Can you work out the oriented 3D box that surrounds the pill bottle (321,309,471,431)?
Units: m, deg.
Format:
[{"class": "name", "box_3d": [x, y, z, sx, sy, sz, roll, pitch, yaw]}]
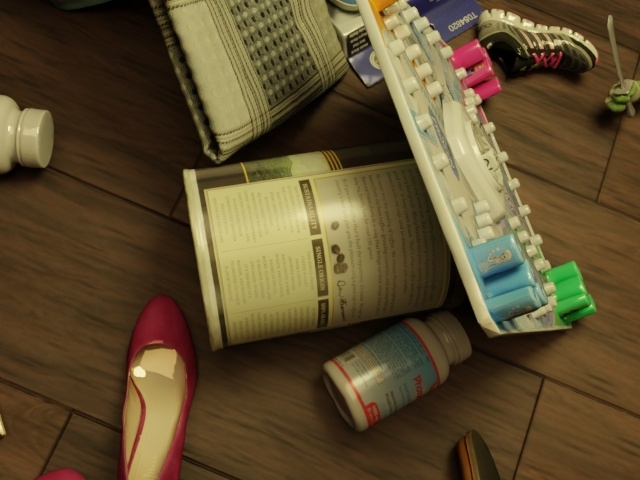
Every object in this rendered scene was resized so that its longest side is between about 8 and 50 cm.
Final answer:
[{"class": "pill bottle", "box_3d": [0.088, 0.143, 0.858, 0.160, 0.087, 0.087, -27, 78, -13]}]

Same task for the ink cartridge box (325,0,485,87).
[{"class": "ink cartridge box", "box_3d": [0.089, -0.354, 1.035, 0.223, 0.045, 0.224, -34, 79, -15]}]

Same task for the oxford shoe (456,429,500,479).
[{"class": "oxford shoe", "box_3d": [0.166, 0.317, 0.826, 0.076, 0.076, 0.212, -18, 59, 29]}]

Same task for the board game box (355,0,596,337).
[{"class": "board game box", "box_3d": [0.178, -0.092, 0.806, 0.050, 0.390, 0.389, -25, 74, 23]}]

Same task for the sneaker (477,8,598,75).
[{"class": "sneaker", "box_3d": [0.288, -0.253, 1.020, 0.171, 0.063, 0.074, 20, 71, 5]}]

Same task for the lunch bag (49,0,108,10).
[{"class": "lunch bag", "box_3d": [-0.259, -0.400, 0.877, 0.263, 0.223, 0.160, -4, 72, 16]}]

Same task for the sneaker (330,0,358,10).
[{"class": "sneaker", "box_3d": [0.017, -0.374, 0.964, 0.058, 0.084, 0.152, -25, 76, -11]}]

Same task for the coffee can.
[{"class": "coffee can", "box_3d": [0.000, 0.000, 0.831, 0.276, 0.201, 0.201, -9, 74, -10]}]

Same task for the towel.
[{"class": "towel", "box_3d": [-0.080, -0.291, 0.835, 0.312, 0.056, 0.324, -44, 121, -48]}]

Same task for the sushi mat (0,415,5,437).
[{"class": "sushi mat", "box_3d": [-0.474, 0.103, 0.839, 0.152, 0.019, 0.316, -22, 76, -14]}]

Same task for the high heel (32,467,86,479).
[{"class": "high heel", "box_3d": [-0.343, 0.381, 0.681, 0.127, 0.181, 0.377, 28, 72, 2]}]

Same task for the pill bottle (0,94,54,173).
[{"class": "pill bottle", "box_3d": [-0.407, -0.127, 0.878, 0.170, 0.094, 0.094, 5, 72, -5]}]

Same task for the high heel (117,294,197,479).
[{"class": "high heel", "box_3d": [-0.179, 0.169, 0.801, 0.082, 0.117, 0.244, 7, 72, -4]}]

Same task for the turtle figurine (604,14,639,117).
[{"class": "turtle figurine", "box_3d": [0.474, -0.174, 0.935, 0.198, 0.275, 0.266, -16, 84, 4]}]
